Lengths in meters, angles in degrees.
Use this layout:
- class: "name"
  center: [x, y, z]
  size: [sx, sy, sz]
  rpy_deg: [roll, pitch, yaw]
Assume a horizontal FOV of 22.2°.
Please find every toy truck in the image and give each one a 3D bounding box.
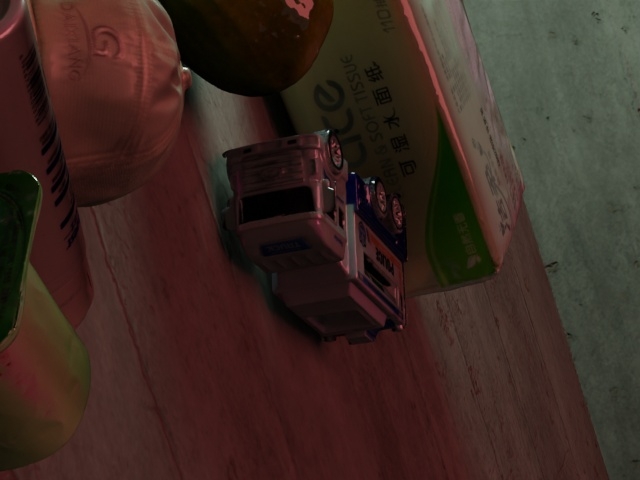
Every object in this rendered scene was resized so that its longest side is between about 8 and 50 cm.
- class: "toy truck"
  center: [0.000, 0.000, 1.687]
  size: [0.268, 0.124, 0.155]
  rpy_deg: [42, 41, -60]

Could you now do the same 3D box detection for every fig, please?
- class: "fig"
  center: [-0.100, -0.243, 1.593]
  size: [0.233, 0.167, 0.167]
  rpy_deg: [34, 25, -3]

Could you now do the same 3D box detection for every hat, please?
- class: "hat"
  center: [-0.199, -0.132, 1.176]
  size: [0.275, 0.161, 0.232]
  rpy_deg: [27, 45, -61]

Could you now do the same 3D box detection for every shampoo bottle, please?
- class: "shampoo bottle"
  center: [-0.208, -0.028, 1.068]
  size: [0.092, 0.092, 0.303]
  rpy_deg: [-86, 174, -46]

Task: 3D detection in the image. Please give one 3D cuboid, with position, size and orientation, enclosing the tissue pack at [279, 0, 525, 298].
- class: "tissue pack"
  center: [0.087, -0.171, 1.946]
  size: [0.332, 0.205, 0.405]
  rpy_deg: [-58, 130, -66]

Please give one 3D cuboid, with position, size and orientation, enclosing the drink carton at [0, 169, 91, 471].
- class: "drink carton"
  center: [-0.219, 0.062, 1.000]
  size: [0.142, 0.144, 0.146]
  rpy_deg: [68, 18, -48]
